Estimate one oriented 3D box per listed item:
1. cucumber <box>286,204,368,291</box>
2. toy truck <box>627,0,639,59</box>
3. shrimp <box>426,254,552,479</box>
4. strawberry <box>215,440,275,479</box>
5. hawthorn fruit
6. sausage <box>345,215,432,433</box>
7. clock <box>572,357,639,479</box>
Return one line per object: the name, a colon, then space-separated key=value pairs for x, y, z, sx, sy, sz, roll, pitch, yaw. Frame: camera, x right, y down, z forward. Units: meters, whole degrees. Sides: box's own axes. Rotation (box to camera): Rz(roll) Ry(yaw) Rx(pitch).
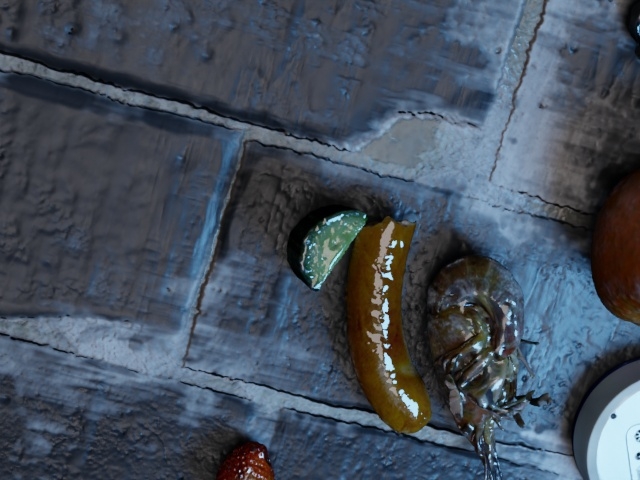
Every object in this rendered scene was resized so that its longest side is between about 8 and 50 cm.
cucumber: x=0.000 y=0.000 z=1.599 sx=0.062 sy=0.115 sz=0.116 roll=33 pitch=90 yaw=-12
toy truck: x=0.505 y=-0.287 z=1.570 sx=0.165 sy=0.147 sz=0.224 roll=25 pitch=104 yaw=-34
shrimp: x=0.222 y=0.185 z=1.659 sx=0.145 sy=0.116 sz=0.343 roll=-8 pitch=101 yaw=4
strawberry: x=-0.097 y=0.313 z=1.680 sx=0.083 sy=0.083 sz=0.096 roll=22 pitch=92 yaw=-11
hawthorn fruit: x=0.451 y=0.005 z=1.599 sx=0.235 sy=0.263 sz=0.231 roll=-22 pitch=142 yaw=9
sausage: x=0.084 y=0.111 z=1.647 sx=0.103 sy=0.076 sz=0.302 roll=-6 pitch=104 yaw=-4
clock: x=0.463 y=0.276 z=1.726 sx=0.230 sy=0.083 sz=0.230 roll=-1 pitch=106 yaw=-5
